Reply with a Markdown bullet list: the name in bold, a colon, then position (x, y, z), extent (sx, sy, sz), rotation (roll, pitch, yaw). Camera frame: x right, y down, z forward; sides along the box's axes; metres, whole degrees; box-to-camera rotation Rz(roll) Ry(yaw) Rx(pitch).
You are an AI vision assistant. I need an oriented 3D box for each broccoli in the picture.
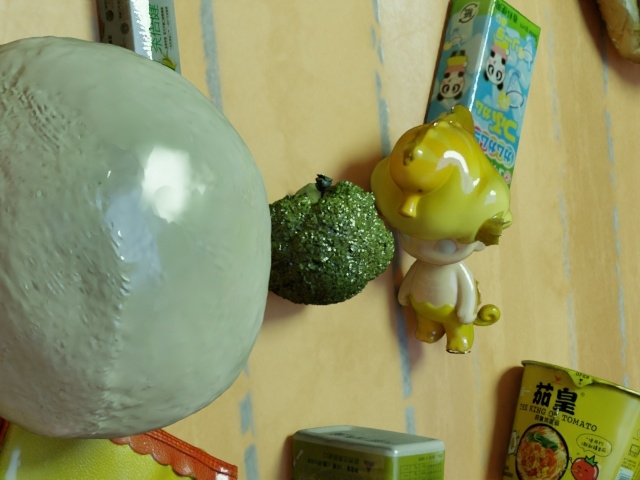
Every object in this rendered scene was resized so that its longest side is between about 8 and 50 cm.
- **broccoli**: position (0.000, 0.000, 1.151), extent (0.131, 0.130, 0.120), rotation (29, 32, -28)

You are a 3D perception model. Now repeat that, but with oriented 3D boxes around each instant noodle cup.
- **instant noodle cup**: position (0.286, 0.228, 1.421), extent (0.182, 0.182, 0.144), rotation (28, 79, -44)

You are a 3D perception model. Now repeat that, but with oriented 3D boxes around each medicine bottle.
- **medicine bottle**: position (0.041, 0.270, 1.173), extent (0.088, 0.132, 0.188), rotation (3, 89, -47)

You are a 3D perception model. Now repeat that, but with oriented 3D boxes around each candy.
- **candy**: position (-0.156, -0.004, 0.898), extent (0.296, 0.185, 0.295), rotation (9, 73, -33)
- **candy**: position (0.170, -0.155, 1.364), extent (0.097, 0.062, 0.194), rotation (25, 73, -45)

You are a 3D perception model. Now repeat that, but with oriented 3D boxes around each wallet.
- **wallet**: position (-0.162, 0.199, 1.003), extent (0.241, 0.067, 0.141), rotation (35, 63, -41)

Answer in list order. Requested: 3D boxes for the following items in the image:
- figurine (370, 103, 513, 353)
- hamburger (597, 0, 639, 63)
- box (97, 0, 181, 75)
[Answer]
- **figurine**: position (0.121, -0.010, 1.258), extent (0.131, 0.156, 0.246), rotation (-36, 133, -45)
- **hamburger**: position (0.428, -0.334, 1.587), extent (0.286, 0.146, 0.243), rotation (7, 91, -54)
- **box**: position (-0.144, -0.159, 1.037), extent (0.050, 0.041, 0.207), rotation (-12, 100, -50)
